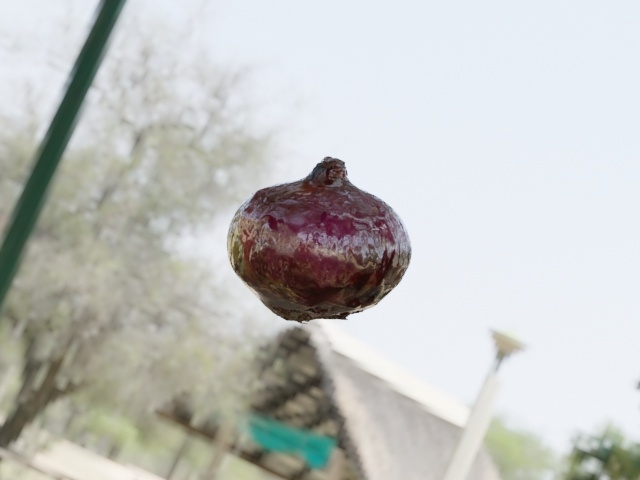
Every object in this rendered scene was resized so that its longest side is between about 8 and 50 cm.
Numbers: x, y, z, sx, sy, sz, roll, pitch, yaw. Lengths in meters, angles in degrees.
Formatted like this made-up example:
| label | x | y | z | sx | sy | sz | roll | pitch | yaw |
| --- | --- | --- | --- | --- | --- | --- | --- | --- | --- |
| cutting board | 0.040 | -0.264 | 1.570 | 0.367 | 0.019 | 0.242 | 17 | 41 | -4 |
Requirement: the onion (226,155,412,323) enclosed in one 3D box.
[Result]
| label | x | y | z | sx | sy | sz | roll | pitch | yaw |
| --- | --- | --- | --- | --- | --- | --- | --- | --- | --- |
| onion | 0.000 | 0.000 | 1.048 | 0.107 | 0.097 | 0.107 | 5 | -1 | 0 |
